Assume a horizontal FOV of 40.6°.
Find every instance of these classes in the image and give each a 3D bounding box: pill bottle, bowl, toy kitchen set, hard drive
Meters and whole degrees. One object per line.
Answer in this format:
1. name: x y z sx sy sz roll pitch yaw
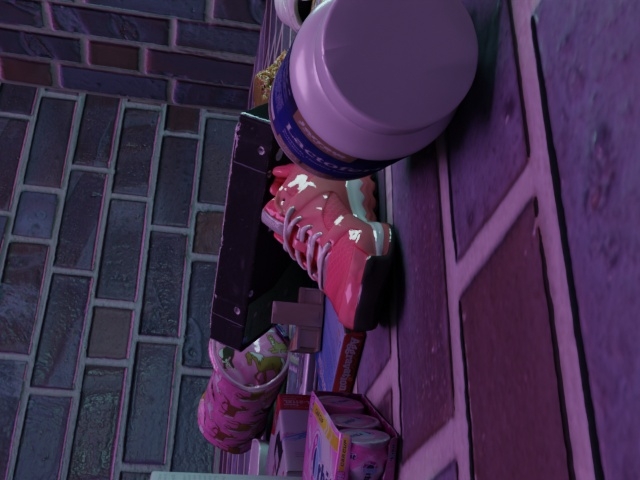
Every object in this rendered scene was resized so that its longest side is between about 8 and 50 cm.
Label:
1. pill bottle: 0.040 -0.141 0.783 0.265 0.153 0.153 165 111 -81
2. bowl: -0.100 0.435 1.574 0.142 0.053 0.142 140 135 -78
3. toy kitchen set: -0.037 0.109 1.181 0.075 0.068 0.083 132 143 -75
4. hard drive: -0.055 -0.038 1.225 0.237 0.064 0.339 -35 -40 -55

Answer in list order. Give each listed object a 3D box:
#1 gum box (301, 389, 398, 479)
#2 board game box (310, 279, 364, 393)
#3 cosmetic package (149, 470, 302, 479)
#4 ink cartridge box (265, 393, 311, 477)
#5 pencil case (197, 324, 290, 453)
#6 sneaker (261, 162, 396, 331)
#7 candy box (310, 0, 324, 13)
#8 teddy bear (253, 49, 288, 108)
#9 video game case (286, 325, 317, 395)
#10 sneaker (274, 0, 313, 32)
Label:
1. gum box: 0.027 0.230 0.893 0.188 0.062 0.107 -158 74 -81
2. board game box: 0.016 0.099 1.162 0.281 0.027 0.145 -99 19 -59
3. cosmetic package: -0.079 0.318 0.957 0.117 0.231 0.085 -129 47 -78
4. ink cartridge box: -0.026 0.303 1.140 0.175 0.072 0.127 -105 24 -67
5. pencil case: -0.159 0.291 1.716 0.167 0.160 0.386 -55 -9 -33
6. sneaker: 0.000 0.000 0.989 0.314 0.136 0.116 -100 17 -60
7. candy box: 0.016 -0.351 1.399 0.186 0.053 0.109 -92 12 -49
8. teddy bear: -0.033 -0.216 1.511 0.338 0.113 0.245 -153 62 -72
9. video game case: -0.028 0.190 1.391 0.190 0.022 0.173 161 115 -80
10. sneaker: -0.004 -0.507 1.541 0.152 0.114 0.305 -118 29 -50
